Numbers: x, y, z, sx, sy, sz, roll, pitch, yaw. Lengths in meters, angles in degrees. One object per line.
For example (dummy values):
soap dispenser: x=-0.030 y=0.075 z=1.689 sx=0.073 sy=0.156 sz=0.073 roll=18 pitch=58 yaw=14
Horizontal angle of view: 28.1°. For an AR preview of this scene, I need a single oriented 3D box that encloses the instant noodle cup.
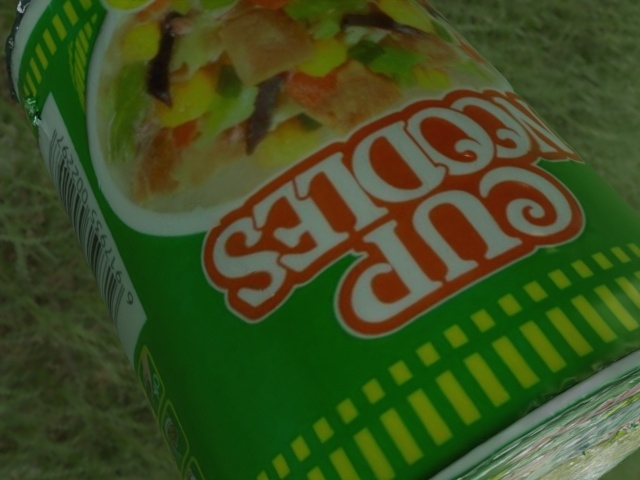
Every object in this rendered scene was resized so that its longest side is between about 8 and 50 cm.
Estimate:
instant noodle cup: x=0.000 y=0.000 z=0.456 sx=0.207 sy=0.233 sz=0.207 roll=-30 pitch=159 yaw=-13
